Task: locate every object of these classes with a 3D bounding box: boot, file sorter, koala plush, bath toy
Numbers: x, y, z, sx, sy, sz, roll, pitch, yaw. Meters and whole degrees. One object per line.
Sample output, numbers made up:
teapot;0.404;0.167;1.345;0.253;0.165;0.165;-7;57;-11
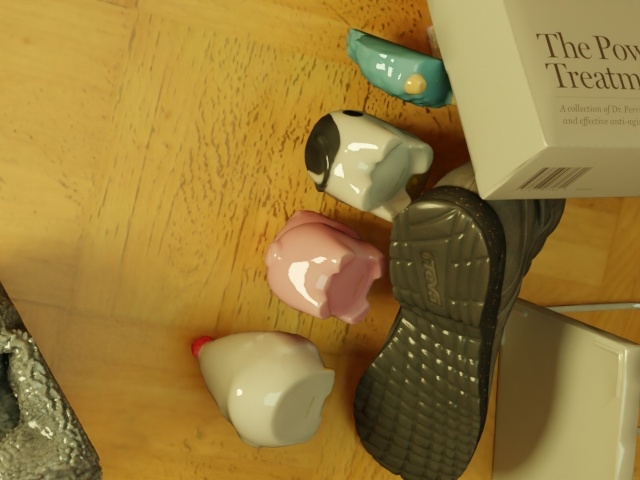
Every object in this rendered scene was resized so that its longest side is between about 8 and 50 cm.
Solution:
boot;0.141;0.046;1.090;0.223;0.118;0.338;-46;156;-44
file sorter;0.278;0.202;1.144;0.173;0.193;0.277;-3;101;-23
koala plush;-0.306;0.131;0.917;0.221;0.196;0.203;-29;97;-14
bath toy;0.000;0.000;1.037;0.151;0.129;0.348;19;97;-55

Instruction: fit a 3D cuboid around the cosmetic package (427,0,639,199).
cosmetic package;0.269;-0.182;1.028;0.377;0.097;0.284;-3;67;-29

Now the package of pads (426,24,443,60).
package of pads;0.136;-0.172;1.106;0.083;0.032;0.050;-16;106;-18
